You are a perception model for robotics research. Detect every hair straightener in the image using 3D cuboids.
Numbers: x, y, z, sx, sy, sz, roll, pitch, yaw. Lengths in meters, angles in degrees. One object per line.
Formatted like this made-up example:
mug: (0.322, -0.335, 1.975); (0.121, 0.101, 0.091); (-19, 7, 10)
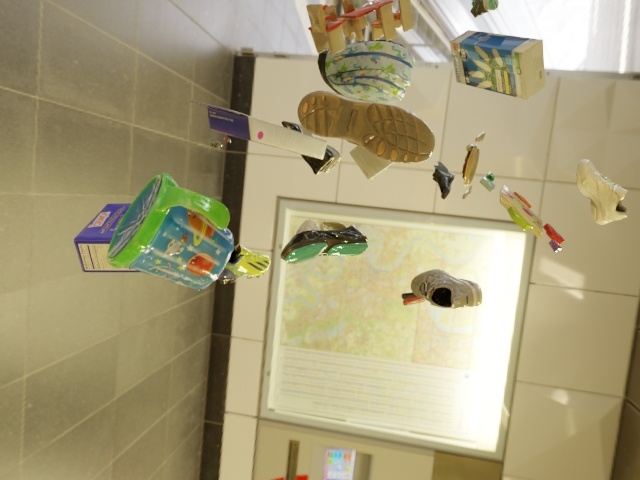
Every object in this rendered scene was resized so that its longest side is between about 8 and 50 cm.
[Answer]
hair straightener: (0.479, 0.231, 2.176); (0.089, 0.230, 0.047); (-96, 168, -54)

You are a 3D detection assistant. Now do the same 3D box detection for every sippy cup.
sippy cup: (-0.336, -0.001, 1.125); (0.240, 0.224, 0.305); (-59, -149, -6)

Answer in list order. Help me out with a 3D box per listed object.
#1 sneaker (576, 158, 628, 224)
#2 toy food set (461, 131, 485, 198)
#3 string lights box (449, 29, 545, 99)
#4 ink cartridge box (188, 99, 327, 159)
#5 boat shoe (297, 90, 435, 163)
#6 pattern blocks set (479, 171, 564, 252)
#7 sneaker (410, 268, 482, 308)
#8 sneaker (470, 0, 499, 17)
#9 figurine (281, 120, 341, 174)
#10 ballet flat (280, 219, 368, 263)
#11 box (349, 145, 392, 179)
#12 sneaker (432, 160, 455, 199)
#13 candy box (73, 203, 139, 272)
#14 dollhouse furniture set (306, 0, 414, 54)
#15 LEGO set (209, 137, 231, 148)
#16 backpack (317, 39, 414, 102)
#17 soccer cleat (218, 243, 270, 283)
sneaker: (0.893, -0.162, 1.505); (0.090, 0.115, 0.232); (-43, 105, -29)
toy food set: (0.441, -0.225, 1.433); (0.132, 0.038, 0.192); (-32, 133, -56)
string lights box: (0.478, -0.484, 1.309); (0.259, 0.076, 0.133); (41, -18, 50)
ink cartridge box: (-0.163, -0.296, 1.306); (0.370, 0.175, 0.069); (7, 102, -51)
boat shoe: (0.109, -0.270, 1.106); (0.116, 0.324, 0.123); (-89, -160, -69)
pattern blocks set: (0.624, -0.089, 1.494); (0.026, 0.325, 0.285); (-47, 166, 29)
sneaker: (0.361, 0.150, 1.486); (0.281, 0.115, 0.105); (0, -82, 63)
sneaker: (0.457, -0.689, 1.344); (0.065, 0.076, 0.167); (39, 56, -26)
figurine: (-0.035, -0.341, 1.700); (0.092, 0.209, 0.215); (-44, 177, 17)
ballet flat: (0.000, 0.000, 1.212); (0.095, 0.280, 0.096); (-48, -121, 37)
box: (0.159, -0.248, 1.376); (0.102, 0.087, 0.101); (55, 40, -4)
sneaker: (0.475, -0.237, 1.893); (0.170, 0.089, 0.051); (-62, 179, -37)
candy box: (-0.524, -0.014, 1.451); (0.268, 0.316, 0.122); (-93, -175, -63)
dollhouse furniture set: (0.095, -0.652, 1.391); (0.259, 0.262, 0.135); (-34, 128, -23)
LEGO set: (-0.355, -0.342, 1.677); (0.083, 0.054, 0.023); (-36, 130, -16)
backpack: (0.197, -0.654, 1.874); (0.290, 0.355, 0.274); (20, 70, -45)
soccer cleat: (-0.260, 0.067, 1.657); (0.289, 0.093, 0.121); (-14, 121, -58)
